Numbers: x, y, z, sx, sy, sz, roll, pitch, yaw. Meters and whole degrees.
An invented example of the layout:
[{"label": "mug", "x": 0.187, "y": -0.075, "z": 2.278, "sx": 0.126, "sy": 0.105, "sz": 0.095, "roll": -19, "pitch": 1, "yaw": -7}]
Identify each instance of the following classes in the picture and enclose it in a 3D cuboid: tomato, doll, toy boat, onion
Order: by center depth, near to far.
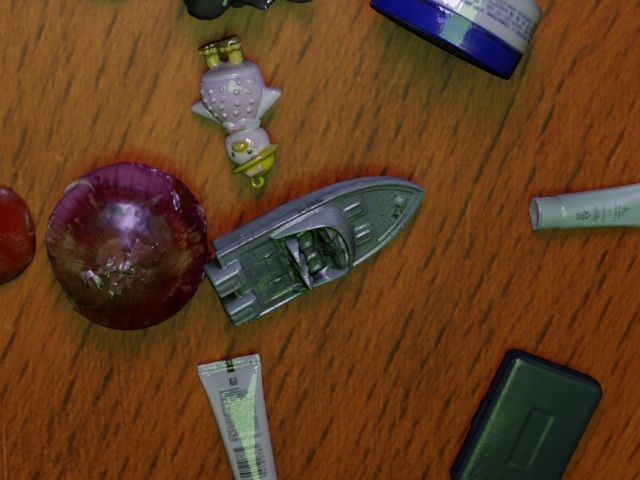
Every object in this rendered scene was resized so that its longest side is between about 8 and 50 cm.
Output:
[{"label": "onion", "x": -0.254, "y": 0.012, "z": 1.540, "sx": 0.230, "sy": 0.163, "sz": 0.230, "roll": -1, "pitch": 97, "yaw": -6}, {"label": "doll", "x": -0.108, "y": -0.168, "z": 1.549, "sx": 0.129, "sy": 0.081, "sz": 0.207, "roll": -9, "pitch": 109, "yaw": 16}, {"label": "tomato", "x": -0.460, "y": 0.000, "z": 1.564, "sx": 0.155, "sy": 0.069, "sz": 0.156, "roll": -2, "pitch": 106, "yaw": -6}, {"label": "toy boat", "x": 0.000, "y": 0.000, "z": 1.587, "sx": 0.319, "sy": 0.092, "sz": 0.141, "roll": -28, "pitch": 134, "yaw": -6}]

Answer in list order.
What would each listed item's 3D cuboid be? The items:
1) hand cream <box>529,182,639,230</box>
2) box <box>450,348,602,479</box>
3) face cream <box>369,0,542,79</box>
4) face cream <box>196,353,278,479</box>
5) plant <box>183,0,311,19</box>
[{"label": "hand cream", "x": 0.399, "y": -0.046, "z": 1.650, "sx": 0.205, "sy": 0.050, "sz": 0.078, "roll": -5, "pitch": 105, "yaw": -9}, {"label": "box", "x": 0.304, "y": 0.286, "z": 1.726, "sx": 0.160, "sy": 0.050, "sz": 0.230, "roll": 21, "pitch": 102, "yaw": -10}, {"label": "face cream", "x": 0.174, "y": -0.296, "z": 1.476, "sx": 0.206, "sy": 0.206, "sz": 0.111, "roll": 25, "pitch": 100, "yaw": -12}, {"label": "face cream", "x": -0.108, "y": 0.287, "z": 1.687, "sx": 0.092, "sy": 0.058, "sz": 0.244, "roll": -11, "pitch": 100, "yaw": 4}, {"label": "plant", "x": -0.096, "y": -0.411, "z": 1.427, "sx": 0.199, "sy": 0.188, "sz": 0.276, "roll": -2, "pitch": 105, "yaw": -4}]
